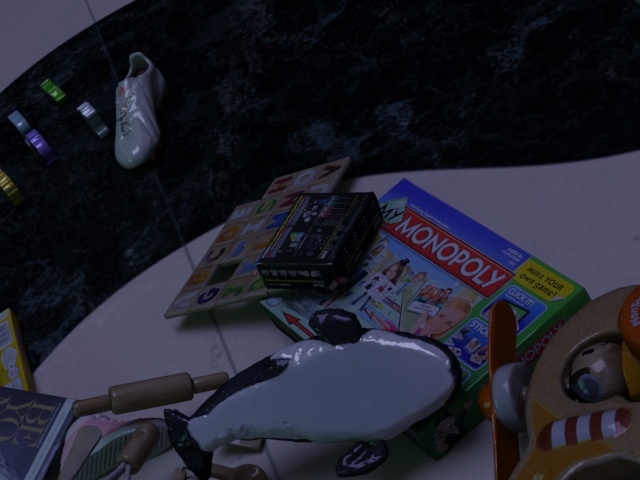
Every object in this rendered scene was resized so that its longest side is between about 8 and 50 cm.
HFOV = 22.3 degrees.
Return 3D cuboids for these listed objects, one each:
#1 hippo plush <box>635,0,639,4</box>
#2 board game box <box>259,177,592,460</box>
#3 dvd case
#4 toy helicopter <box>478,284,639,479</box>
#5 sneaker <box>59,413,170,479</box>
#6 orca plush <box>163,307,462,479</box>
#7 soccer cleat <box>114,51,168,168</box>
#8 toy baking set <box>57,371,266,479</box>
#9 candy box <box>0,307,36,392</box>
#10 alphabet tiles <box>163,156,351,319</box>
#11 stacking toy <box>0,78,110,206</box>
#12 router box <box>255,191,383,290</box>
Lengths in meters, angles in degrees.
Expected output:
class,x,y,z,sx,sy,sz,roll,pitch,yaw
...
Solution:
class,x,y,z,sx,sy,sz,roll,pitch,yaw
hippo plush,0.448,-0.311,1.738,0.236,0.234,0.294,6,91,64
board game box,0.099,0.068,1.632,0.213,0.046,0.317,-41,36,-11
dvd case,-0.375,0.233,1.778,0.221,0.018,0.164,6,57,33
toy helicopter,0.192,0.174,1.361,0.235,0.140,0.355,13,57,48
sneaker,-0.215,0.201,1.702,0.134,0.051,0.070,-25,41,17
orca plush,0.005,0.154,1.523,0.287,0.151,0.102,-32,-9,18
soccer cleat,-0.246,-0.170,2.150,0.068,0.076,0.196,-18,38,19
toy baking set,-0.168,0.208,1.590,0.256,0.030,0.197,-7,40,-11
candy box,-0.387,0.167,1.892,0.105,0.027,0.206,-34,36,4
alphabet tiles,-0.054,-0.008,1.828,0.198,0.009,0.237,-15,32,39
stacking toy,-0.405,-0.146,2.263,0.167,0.052,0.221,-39,35,-11
router box,0.000,0.000,1.698,0.092,0.038,0.122,1,40,30
